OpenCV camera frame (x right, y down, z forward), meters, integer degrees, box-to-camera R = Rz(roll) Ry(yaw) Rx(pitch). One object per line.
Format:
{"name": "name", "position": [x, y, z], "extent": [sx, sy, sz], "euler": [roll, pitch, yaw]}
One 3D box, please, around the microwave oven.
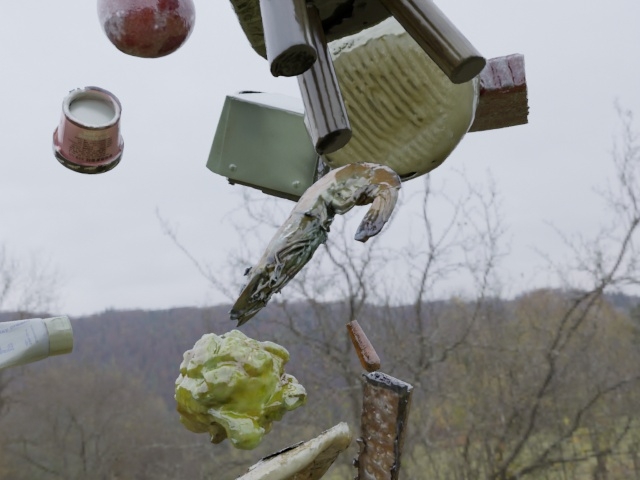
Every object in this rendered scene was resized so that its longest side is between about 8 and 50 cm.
{"name": "microwave oven", "position": [-0.097, -0.270, 2.203], "extent": [0.332, 0.247, 0.394], "euler": [17, 15, 14]}

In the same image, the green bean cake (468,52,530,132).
{"name": "green bean cake", "position": [0.386, -0.318, 1.688], "extent": [0.198, 0.097, 0.233], "euler": [-11, -14, -1]}

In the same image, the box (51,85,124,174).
{"name": "box", "position": [-0.490, -0.239, 1.655], "extent": [0.151, 0.151, 0.135], "euler": [-3, -37, -23]}

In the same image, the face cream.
{"name": "face cream", "position": [-0.556, 0.184, 1.370], "extent": [0.224, 0.114, 0.070], "euler": [-6, -53, -32]}

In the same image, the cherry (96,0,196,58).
{"name": "cherry", "position": [-0.422, -0.559, 1.885], "extent": [0.236, 0.213, 0.285], "euler": [13, 35, 3]}

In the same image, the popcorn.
{"name": "popcorn", "position": [-0.206, 0.349, 1.885], "extent": [0.274, 0.279, 0.335], "euler": [-42, 3, -37]}

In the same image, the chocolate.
{"name": "chocolate", "position": [0.117, 0.398, 1.460], "extent": [0.102, 0.330, 0.065], "euler": [17, 21, 35]}

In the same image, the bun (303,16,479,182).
{"name": "bun", "position": [0.134, -0.288, 1.521], "extent": [0.359, 0.211, 0.360], "euler": [3, -52, 4]}

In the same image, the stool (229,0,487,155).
{"name": "stool", "position": [0.051, -0.312, 1.023], "extent": [0.310, 0.226, 0.310], "euler": [-29, -22, 3]}

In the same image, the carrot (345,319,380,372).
{"name": "carrot", "position": [0.072, 0.179, 1.311], "extent": [0.032, 0.093, 0.032], "euler": [-26, -16, -8]}

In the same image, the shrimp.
{"name": "shrimp", "position": [0.000, 0.000, 1.009], "extent": [0.169, 0.296, 0.058], "euler": [2, -42, 46]}

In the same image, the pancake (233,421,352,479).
{"name": "pancake", "position": [-0.075, 0.336, 1.055], "extent": [0.282, 0.049, 0.282], "euler": [-29, -23, -14]}
